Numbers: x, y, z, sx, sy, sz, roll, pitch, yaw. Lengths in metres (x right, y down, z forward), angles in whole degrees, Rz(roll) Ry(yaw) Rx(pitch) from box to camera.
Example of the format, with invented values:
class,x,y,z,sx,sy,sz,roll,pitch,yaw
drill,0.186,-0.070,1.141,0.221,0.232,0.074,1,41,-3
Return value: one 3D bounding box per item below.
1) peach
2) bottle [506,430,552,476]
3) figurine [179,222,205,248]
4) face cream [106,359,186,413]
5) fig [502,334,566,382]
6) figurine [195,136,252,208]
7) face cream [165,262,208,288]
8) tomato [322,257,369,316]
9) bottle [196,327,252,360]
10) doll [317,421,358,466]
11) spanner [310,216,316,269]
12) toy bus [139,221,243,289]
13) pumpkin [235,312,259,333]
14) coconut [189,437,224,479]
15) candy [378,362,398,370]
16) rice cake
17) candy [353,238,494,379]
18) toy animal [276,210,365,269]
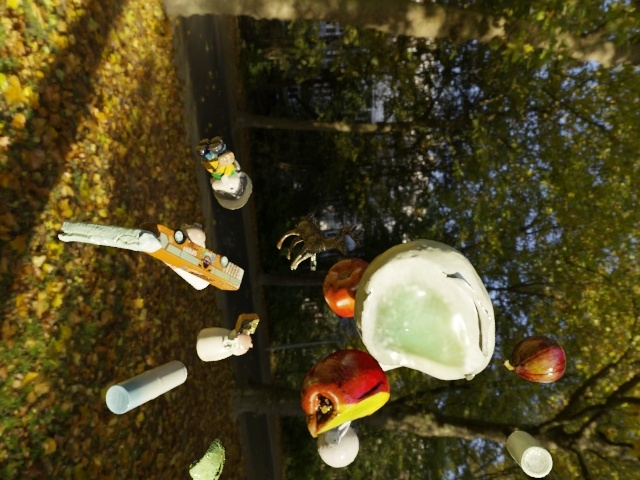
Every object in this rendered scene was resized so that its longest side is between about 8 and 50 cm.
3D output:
class,x,y,z,sx,sy,sz,roll,pitch,yaw
peach,0.076,0.338,1.072,0.154,0.267,0.159,-47,-124,31
bottle,0.732,0.748,1.603,0.245,0.104,0.104,40,44,-78
figurine,-0.568,-0.008,1.976,0.125,0.125,0.138,94,-12,-67
face cream,-0.476,0.402,1.253,0.250,0.077,0.077,3,82,-73
fig,0.833,0.486,1.788,0.204,0.249,0.186,-155,-139,-83
figurine,-0.419,-0.305,1.996,0.204,0.185,0.332,-73,153,-56
face cream,-0.582,0.067,1.830,0.345,0.102,0.102,51,20,-39
tomato,0.149,0.239,2.178,0.299,0.298,0.226,-99,166,-51
bottle,-0.426,0.465,2.047,0.147,0.236,0.148,-8,90,-79
doll,0.050,0.622,1.491,0.151,0.150,0.287,-101,-177,-60
spanner,-0.028,-0.003,1.849,0.316,0.024,0.087,-88,179,-51
toy bus,-0.396,0.056,1.425,0.409,0.093,0.092,40,55,-53
pumpkin,-0.273,0.313,1.670,0.054,0.074,0.083,55,-49,40
coconut,-0.314,0.641,1.265,0.133,0.055,0.158,65,37,-63
candy,0.384,0.380,1.852,0.208,0.358,0.145,-108,-171,-46
rice cake,-0.593,-0.013,1.264,0.066,0.336,0.063,30,67,-65
candy,0.279,0.180,1.221,0.186,0.386,0.427,-58,151,-48
toy animal,-0.008,-0.008,1.480,0.243,0.260,0.087,51,3,36
